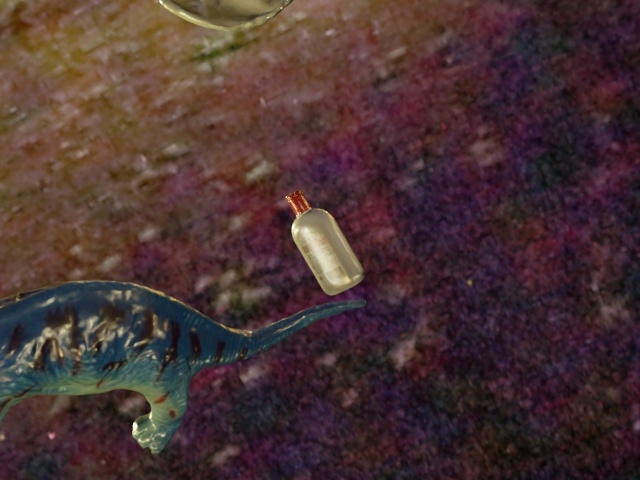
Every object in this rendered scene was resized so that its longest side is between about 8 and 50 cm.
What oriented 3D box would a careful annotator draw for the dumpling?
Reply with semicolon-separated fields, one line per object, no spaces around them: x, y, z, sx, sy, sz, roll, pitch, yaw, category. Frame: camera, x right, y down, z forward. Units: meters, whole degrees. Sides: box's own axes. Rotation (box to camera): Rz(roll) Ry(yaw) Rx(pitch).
-0.093;-0.403;1.441;0.227;0.175;0.243;33;101;43;dumpling

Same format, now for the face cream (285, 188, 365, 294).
0.000;0.000;0.762;0.040;0.083;0.021;-26;6;38;face cream

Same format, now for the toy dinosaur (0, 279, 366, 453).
-0.139;0.064;0.571;0.144;0.329;0.076;-57;40;30;toy dinosaur
